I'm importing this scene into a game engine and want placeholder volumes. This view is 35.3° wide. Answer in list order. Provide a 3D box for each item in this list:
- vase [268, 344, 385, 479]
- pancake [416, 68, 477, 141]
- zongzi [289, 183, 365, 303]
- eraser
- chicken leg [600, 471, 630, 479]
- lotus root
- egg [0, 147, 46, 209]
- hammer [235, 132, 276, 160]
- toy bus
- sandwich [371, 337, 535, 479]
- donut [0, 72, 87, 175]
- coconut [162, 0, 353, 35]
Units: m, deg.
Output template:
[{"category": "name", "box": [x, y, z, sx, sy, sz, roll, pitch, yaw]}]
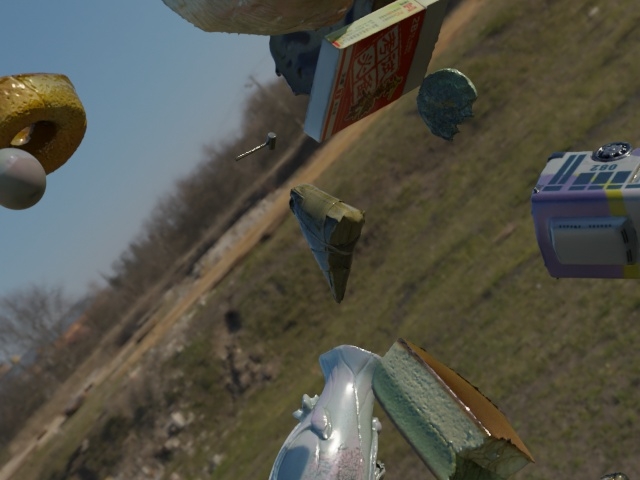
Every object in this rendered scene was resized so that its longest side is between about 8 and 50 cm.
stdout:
[{"category": "vase", "box": [0.033, 0.458, 2.256, 0.250, 0.250, 0.446, -39, 26, 51]}, {"category": "pancake", "box": [0.226, -0.250, 1.823, 0.022, 0.116, 0.129, -25, -20, -49]}, {"category": "zongzi", "box": [0.000, 0.000, 1.777, 0.078, 0.160, 0.176, -12, -58, -35]}, {"category": "eraser", "box": [0.077, -0.241, 1.367, 0.230, 0.038, 0.157, -34, -29, -37]}, {"category": "chicken leg", "box": [0.532, 0.473, 1.793, 0.080, 0.196, 0.125, -34, 46, 9]}, {"category": "lotus root", "box": [0.062, -0.430, 1.938, 0.250, 0.316, 0.316, -16, -17, -44]}, {"category": "egg", "box": [-0.533, -0.107, 1.754, 0.103, 0.103, 0.135, -46, -18, -11]}, {"category": "hammer", "box": [-0.139, -0.194, 2.137, 0.110, 0.019, 0.036, -30, -34, -32]}, {"category": "toy bus", "box": [0.625, -0.050, 1.919, 0.439, 0.209, 0.249, 0, 31, 37]}, {"category": "sandwich", "box": [0.179, 0.260, 1.422, 0.108, 0.220, 0.186, -49, 16, 9]}, {"category": "donut", "box": [-0.647, -0.239, 2.212, 0.303, 0.110, 0.303, -34, -23, -17]}, {"category": "coconut", "box": [-0.098, -0.401, 1.270, 0.254, 0.297, 0.297, -19, -14, -40]}]
